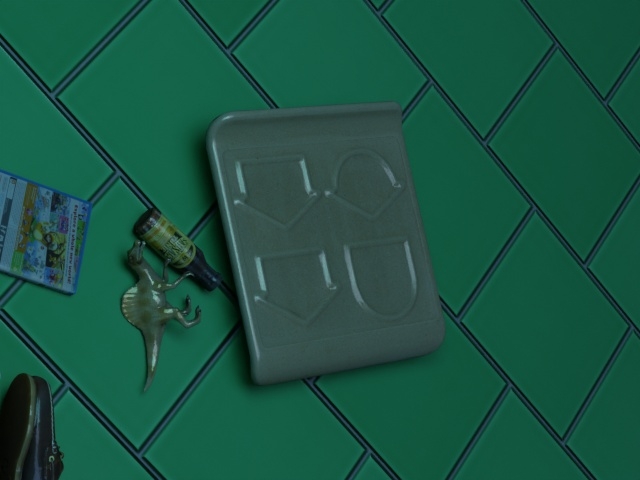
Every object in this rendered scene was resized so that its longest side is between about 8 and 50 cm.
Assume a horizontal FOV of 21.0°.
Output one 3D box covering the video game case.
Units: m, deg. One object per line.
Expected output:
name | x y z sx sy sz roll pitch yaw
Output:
video game case | -0.353 -0.015 2.040 0.166 0.015 0.119 21 65 -31

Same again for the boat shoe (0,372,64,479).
boat shoe | -0.327 0.256 1.954 0.073 0.073 0.207 14 77 -36

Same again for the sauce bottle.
sauce bottle | -0.174 0.013 2.150 0.128 0.042 0.042 41 57 -19

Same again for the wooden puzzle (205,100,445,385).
wooden puzzle | 0.000 0.000 2.269 0.322 0.080 0.347 -7 87 -38

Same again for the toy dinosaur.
toy dinosaur | -0.198 0.088 2.119 0.093 0.053 0.183 -7 90 -21
